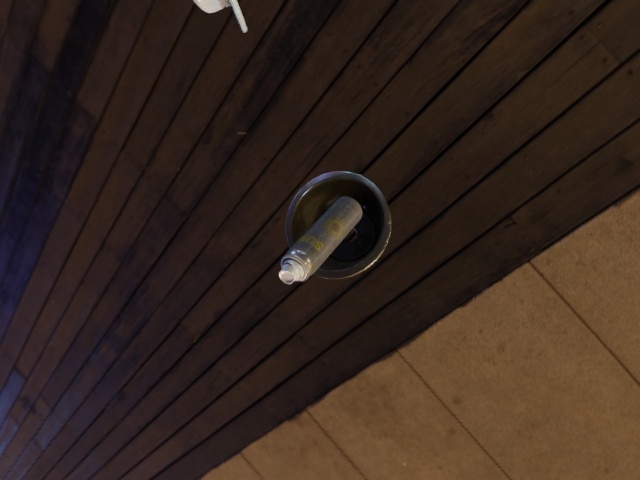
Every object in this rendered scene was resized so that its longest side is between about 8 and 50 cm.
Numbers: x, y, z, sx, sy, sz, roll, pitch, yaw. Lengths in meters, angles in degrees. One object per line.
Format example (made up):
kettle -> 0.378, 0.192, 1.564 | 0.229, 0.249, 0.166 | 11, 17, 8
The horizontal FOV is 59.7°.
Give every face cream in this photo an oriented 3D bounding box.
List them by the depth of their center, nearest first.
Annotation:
face cream -> 0.000, 0.000, 1.222 | 0.073, 0.283, 0.073 | 19, 132, 23

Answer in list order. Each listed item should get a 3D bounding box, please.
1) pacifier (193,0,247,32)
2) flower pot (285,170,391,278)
pacifier -> -0.156, -0.540, 1.049 | 0.225, 0.287, 0.238 | -22, 130, -3
flower pot -> 0.060, -0.026, 1.421 | 0.268, 0.166, 0.269 | -3, 77, 16
